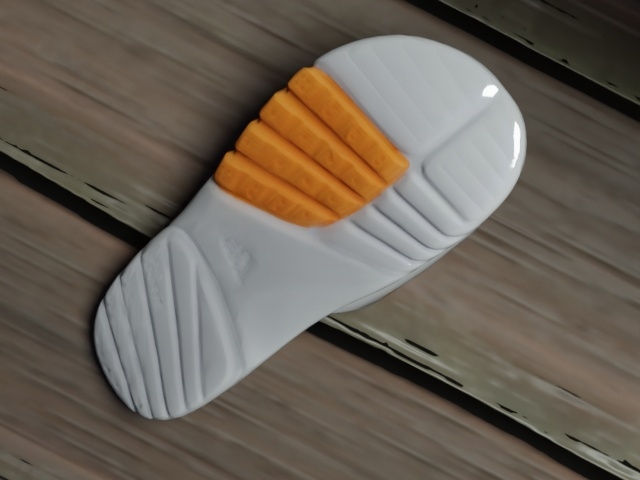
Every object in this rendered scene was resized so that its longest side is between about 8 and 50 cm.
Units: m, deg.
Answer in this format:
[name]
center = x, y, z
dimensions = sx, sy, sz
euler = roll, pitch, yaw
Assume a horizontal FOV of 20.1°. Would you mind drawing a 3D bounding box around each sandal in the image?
[sandal]
center = -0.006, -0.009, 0.845
dimensions = 0.265, 0.076, 0.102
euler = -37, 82, 34
